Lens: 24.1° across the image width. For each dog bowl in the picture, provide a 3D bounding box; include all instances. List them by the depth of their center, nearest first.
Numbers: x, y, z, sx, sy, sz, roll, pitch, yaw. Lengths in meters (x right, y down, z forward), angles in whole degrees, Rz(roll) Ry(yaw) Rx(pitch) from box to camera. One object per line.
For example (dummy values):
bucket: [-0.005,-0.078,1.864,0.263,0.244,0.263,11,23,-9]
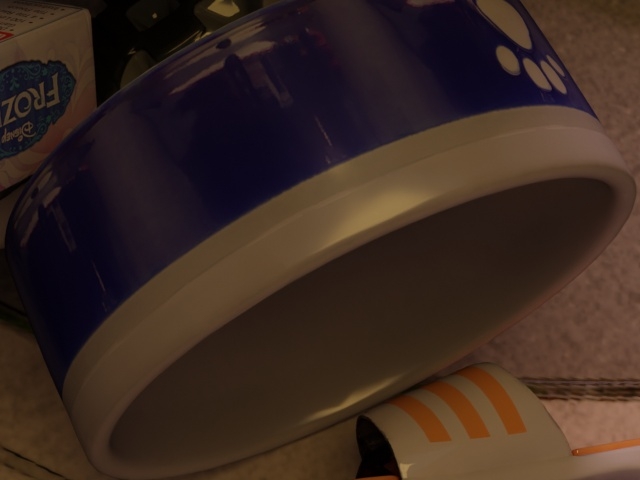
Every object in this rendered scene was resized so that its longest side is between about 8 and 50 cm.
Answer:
dog bowl: [0.000,0.000,0.667,0.265,0.265,0.104,-21,70,-18]

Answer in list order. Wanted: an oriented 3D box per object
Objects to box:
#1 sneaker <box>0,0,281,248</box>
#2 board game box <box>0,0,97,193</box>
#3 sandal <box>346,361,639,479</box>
sneaker: [-0.091,-0.042,0.749,0.330,0.146,0.122,-30,42,-1]
board game box: [-0.308,-0.042,0.582,0.318,0.066,0.318,12,27,26]
sandal: [0.093,0.100,0.740,0.265,0.102,0.076,-5,67,-22]
